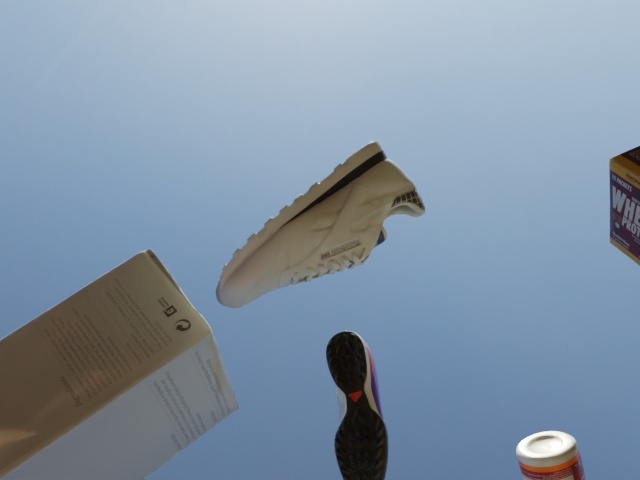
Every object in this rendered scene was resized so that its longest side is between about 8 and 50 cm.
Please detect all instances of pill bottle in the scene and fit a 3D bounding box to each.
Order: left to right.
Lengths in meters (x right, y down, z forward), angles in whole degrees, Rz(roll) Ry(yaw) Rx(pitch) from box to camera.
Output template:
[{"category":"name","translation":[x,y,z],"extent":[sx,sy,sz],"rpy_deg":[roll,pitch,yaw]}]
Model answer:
[{"category":"pill bottle","translation":[0.475,0.507,1.423],"extent":[0.121,0.121,0.221],"rpy_deg":[-22,-79,-35]}]

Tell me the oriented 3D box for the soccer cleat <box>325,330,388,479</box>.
[{"category":"soccer cleat","translation":[0.084,0.340,1.402],"extent":[0.109,0.116,0.318],"rpy_deg":[-18,-117,18]}]

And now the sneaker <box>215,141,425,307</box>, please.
[{"category":"sneaker","translation":[0.000,0.000,0.718],"extent":[0.235,0.090,0.094],"rpy_deg":[-39,-90,-11]}]

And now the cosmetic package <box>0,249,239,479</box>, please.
[{"category":"cosmetic package","translation":[-0.300,0.213,0.810],"extent":[0.385,0.217,0.156],"rpy_deg":[-32,-123,-20]}]

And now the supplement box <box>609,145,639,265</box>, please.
[{"category":"supplement box","translation":[0.625,-0.073,1.234],"extent":[0.194,0.191,0.129],"rpy_deg":[-22,-144,-7]}]
